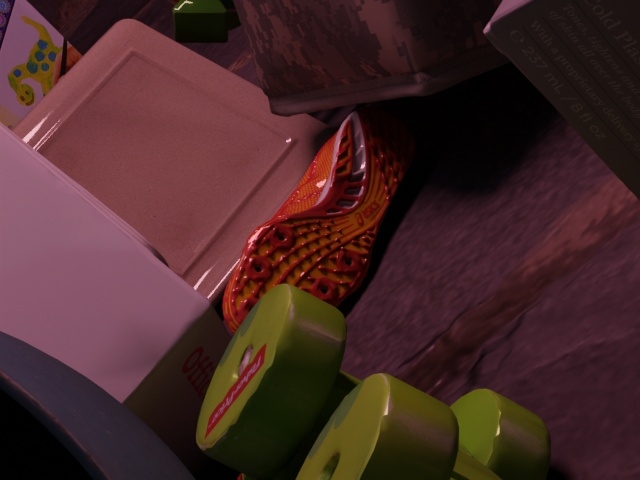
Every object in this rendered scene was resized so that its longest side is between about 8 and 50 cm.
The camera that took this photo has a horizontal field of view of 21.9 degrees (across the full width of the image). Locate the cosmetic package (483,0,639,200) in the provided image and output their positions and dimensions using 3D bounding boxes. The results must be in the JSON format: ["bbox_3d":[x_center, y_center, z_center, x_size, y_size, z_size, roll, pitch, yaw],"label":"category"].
[{"bbox_3d":[0.191,-0.103,0.578,0.238,0.127,0.107,-25,26,52],"label":"cosmetic package"}]

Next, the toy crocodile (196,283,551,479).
[{"bbox_3d":[0.026,0.097,0.520,0.105,0.115,0.340,-61,15,2],"label":"toy crocodile"}]

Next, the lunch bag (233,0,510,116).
[{"bbox_3d":[0.019,-0.203,0.960,0.169,0.235,0.287,-25,11,-22],"label":"lunch bag"}]

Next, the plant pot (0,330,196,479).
[{"bbox_3d":[-0.132,0.154,0.543,0.290,0.290,0.195,-41,-10,13],"label":"plant pot"}]

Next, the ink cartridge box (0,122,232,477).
[{"bbox_3d":[-0.170,0.089,0.784,0.233,0.168,0.171,-48,-17,-12],"label":"ink cartridge box"}]

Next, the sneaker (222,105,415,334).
[{"bbox_3d":[0.000,0.000,0.909,0.175,0.064,0.067,-52,-1,-39],"label":"sneaker"}]

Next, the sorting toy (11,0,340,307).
[{"bbox_3d":[-0.108,-0.043,1.085,0.348,0.196,0.047,-52,-20,-31],"label":"sorting toy"}]

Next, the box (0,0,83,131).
[{"bbox_3d":[-0.278,-0.034,1.221,0.290,0.279,0.177,-21,29,54],"label":"box"}]

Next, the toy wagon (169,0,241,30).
[{"bbox_3d":[0.009,-0.265,1.137,0.344,0.267,0.068,0,42,7],"label":"toy wagon"}]
